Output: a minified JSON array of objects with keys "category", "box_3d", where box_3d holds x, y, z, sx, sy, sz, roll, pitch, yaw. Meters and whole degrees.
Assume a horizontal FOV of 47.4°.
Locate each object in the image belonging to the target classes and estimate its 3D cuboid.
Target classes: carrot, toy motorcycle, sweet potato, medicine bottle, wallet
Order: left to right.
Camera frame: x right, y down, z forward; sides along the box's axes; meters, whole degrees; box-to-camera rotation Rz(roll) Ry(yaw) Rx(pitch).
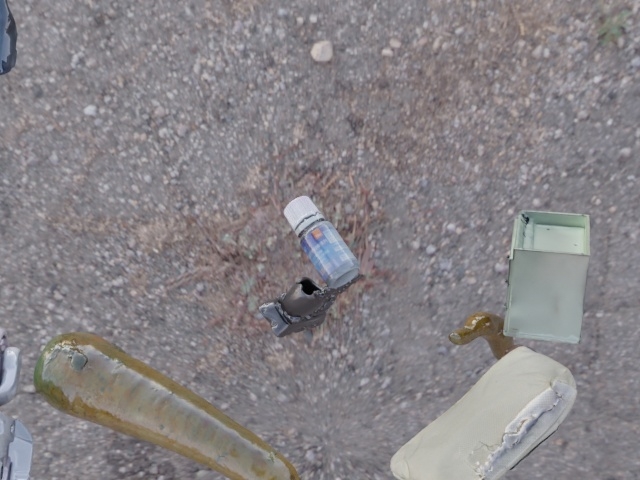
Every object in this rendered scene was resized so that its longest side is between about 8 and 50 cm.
[{"category":"toy motorcycle","box_3d":[-0.307,0.194,0.624,0.112,0.112,0.254,-1,73,0]},{"category":"carrot","box_3d":[-0.124,0.170,0.669,0.298,0.078,0.078,25,76,6]},{"category":"medicine bottle","box_3d":[0.000,0.000,1.547,0.083,0.083,0.203,-30,68,-8]},{"category":"wallet","box_3d":[0.267,0.290,1.162,0.335,0.275,0.068,-38,94,-8]},{"category":"sweet potato","box_3d":[0.422,0.235,1.833,0.079,0.346,0.109,-3,72,39]}]

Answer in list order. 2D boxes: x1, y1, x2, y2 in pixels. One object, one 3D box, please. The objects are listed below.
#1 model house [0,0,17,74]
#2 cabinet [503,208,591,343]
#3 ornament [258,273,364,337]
[{"category":"model house","box_3d":[-0.551,-0.294,0.900,0.303,0.237,0.216,2,94,42]},{"category":"cabinet","box_3d":[0.434,0.068,1.408,0.150,0.206,0.145,5,34,17]},{"category":"ornament","box_3d":[0.008,0.127,1.798,0.260,0.251,0.106,-36,77,28]}]
